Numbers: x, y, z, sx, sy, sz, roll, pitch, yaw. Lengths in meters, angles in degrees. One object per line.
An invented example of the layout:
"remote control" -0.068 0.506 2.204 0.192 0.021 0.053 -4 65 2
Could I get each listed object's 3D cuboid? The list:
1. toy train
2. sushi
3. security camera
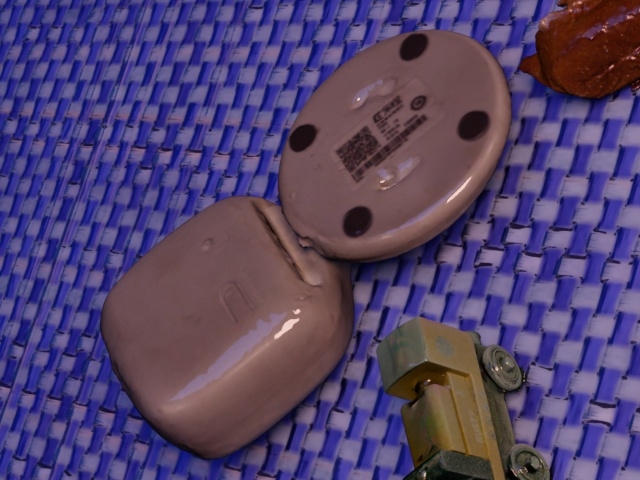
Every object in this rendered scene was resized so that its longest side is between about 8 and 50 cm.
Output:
"toy train" 0.076 0.097 1.038 0.050 0.081 0.122 -39 46 34
"sushi" 0.161 -0.119 1.084 0.118 0.061 0.060 -21 45 14
"security camera" 0.000 0.000 1.174 0.301 0.080 0.157 -42 42 9
